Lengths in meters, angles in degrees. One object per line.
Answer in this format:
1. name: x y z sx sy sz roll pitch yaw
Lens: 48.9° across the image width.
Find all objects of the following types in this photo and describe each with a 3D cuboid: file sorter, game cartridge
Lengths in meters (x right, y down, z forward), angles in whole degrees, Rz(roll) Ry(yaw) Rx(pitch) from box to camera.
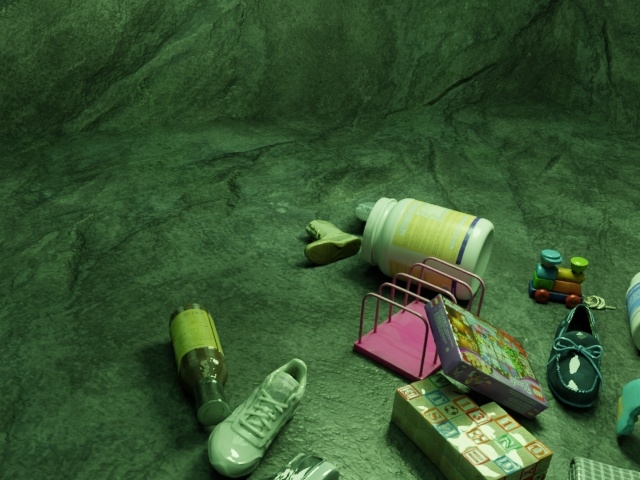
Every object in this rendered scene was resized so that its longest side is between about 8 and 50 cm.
1. file sorter: 0.257 0.183 1.772 0.202 0.182 0.291 24 33 32
2. game cartridge: 0.279 -0.071 2.341 0.297 0.062 0.198 14 7 16

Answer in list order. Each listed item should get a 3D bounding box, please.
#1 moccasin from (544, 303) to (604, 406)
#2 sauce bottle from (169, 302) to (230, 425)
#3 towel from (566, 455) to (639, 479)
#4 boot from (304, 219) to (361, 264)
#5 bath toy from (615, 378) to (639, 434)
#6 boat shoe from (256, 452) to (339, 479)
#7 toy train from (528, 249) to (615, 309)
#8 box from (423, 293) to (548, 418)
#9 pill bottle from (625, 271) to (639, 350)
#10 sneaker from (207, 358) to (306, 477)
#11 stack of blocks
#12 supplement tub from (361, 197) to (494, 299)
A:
1. moccasin: 0.624 0.270 1.743 0.138 0.116 0.342 10 28 9
2. sauce bottle: -0.271 0.273 1.582 0.112 0.111 0.344 -3 28 -16
3. towel: 0.553 0.511 1.238 0.235 0.121 0.284 13 20 13
4. boot: 0.000 0.000 2.189 0.213 0.077 0.165 -12 32 -39
5. bath toy: 0.828 0.409 1.512 0.348 0.151 0.129 14 67 11
6. boat shoe: -0.087 0.470 1.249 0.102 0.108 0.301 22 29 28
7. toy train: 0.742 0.113 2.034 0.248 0.143 0.105 10 28 9
8. box: 0.372 0.261 1.585 0.293 0.057 0.201 30 31 -28
9. pill bottle: 0.917 0.188 1.916 0.152 0.152 0.272 12 29 12
10. sneaker: -0.123 0.344 1.422 0.114 0.152 0.305 32 34 10
11. stack of blocks: 0.305 0.404 1.463 0.171 0.087 0.297 -12 32 -30
12. supplement tub: 0.309 0.015 2.038 0.331 0.241 0.241 18 30 22
